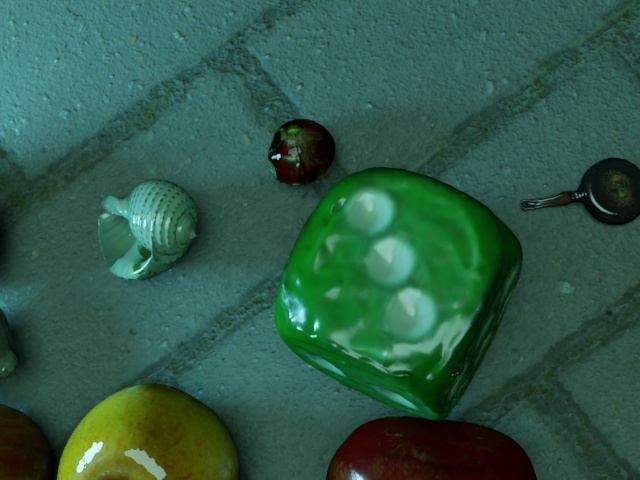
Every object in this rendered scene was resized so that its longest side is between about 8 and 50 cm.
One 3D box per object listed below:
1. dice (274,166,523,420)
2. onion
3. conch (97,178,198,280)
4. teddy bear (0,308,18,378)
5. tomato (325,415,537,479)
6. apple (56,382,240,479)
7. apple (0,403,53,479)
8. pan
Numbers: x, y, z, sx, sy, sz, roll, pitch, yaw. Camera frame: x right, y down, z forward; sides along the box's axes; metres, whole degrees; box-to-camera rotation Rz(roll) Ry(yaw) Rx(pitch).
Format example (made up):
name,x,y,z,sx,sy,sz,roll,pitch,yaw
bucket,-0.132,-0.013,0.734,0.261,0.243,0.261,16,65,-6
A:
name,x,y,z,sx,sy,sz,roll,pitch,yaw
dice,0.122,0.087,1.540,0.300,0.287,0.297,23,71,19
onion,-0.028,-0.149,1.709,0.119,0.118,0.117,1,68,7
conch,-0.283,-0.023,1.712,0.200,0.131,0.172,26,113,47
teddy bear,-0.645,0.195,1.681,0.267,0.236,0.151,-30,120,-9
tomato,0.164,0.412,1.519,0.325,0.290,0.292,11,81,1
apple,-0.273,0.375,1.588,0.299,0.275,0.298,0,88,5
apple,-0.588,0.405,1.620,0.302,0.301,0.301,-1,82,7
pan,0.439,-0.078,1.679,0.212,0.040,0.114,-7,76,5
